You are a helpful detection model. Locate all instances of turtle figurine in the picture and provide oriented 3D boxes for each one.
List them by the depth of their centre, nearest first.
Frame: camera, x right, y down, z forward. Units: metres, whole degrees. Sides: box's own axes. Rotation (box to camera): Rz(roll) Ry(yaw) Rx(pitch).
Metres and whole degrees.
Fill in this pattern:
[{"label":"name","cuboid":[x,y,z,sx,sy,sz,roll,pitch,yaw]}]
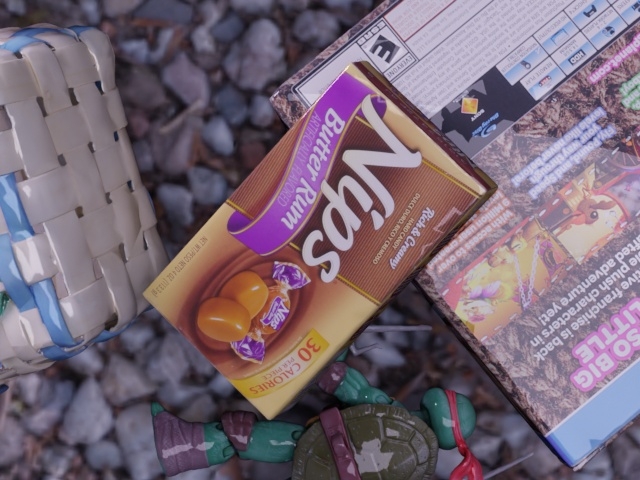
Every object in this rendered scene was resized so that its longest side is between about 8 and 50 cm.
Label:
[{"label":"turtle figurine","cuboid":[0.017,0.130,1.193,0.234,0.118,0.175,-16,97,2]}]

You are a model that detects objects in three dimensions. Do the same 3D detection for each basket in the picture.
[{"label":"basket","cuboid":[-0.254,-0.016,1.121,0.289,0.201,0.255,-13,99,32]}]

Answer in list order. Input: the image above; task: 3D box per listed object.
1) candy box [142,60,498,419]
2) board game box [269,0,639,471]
[{"label":"candy box","cuboid":[0.000,0.000,1.056,0.109,0.053,0.187,45,104,6]},{"label":"board game box","cuboid":[0.150,-0.042,1.140,0.232,0.141,0.291,-39,85,0]}]
